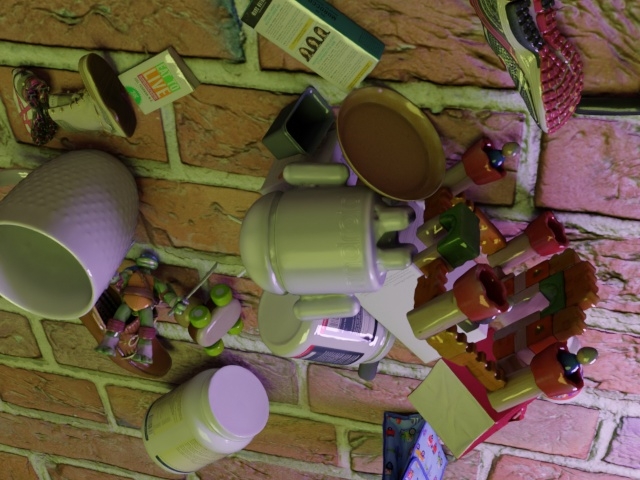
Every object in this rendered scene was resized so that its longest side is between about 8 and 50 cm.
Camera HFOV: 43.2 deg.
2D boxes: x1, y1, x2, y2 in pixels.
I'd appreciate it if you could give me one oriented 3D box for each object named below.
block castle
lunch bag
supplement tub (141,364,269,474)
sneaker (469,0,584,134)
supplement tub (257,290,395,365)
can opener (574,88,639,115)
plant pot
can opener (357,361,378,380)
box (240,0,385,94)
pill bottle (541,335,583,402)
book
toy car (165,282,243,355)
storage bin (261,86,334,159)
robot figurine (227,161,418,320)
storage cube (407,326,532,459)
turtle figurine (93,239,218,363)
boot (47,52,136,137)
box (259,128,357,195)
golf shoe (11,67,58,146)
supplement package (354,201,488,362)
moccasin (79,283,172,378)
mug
[{"bbox_3d":[0.335,0.049,1.442,0.213,0.453,0.303,-32,115,31],"label":"block castle"},{"bbox_3d":[0.228,0.637,2.136,0.138,0.293,0.221,-5,130,23],"label":"lunch bag"},{"bbox_3d":[-0.317,0.492,2.230,0.235,0.235,0.325,40,131,-19],"label":"supplement tub"},{"bbox_3d":[0.351,-0.315,1.359,0.112,0.121,0.299,14,140,52],"label":"sneaker"},{"bbox_3d":[0.017,0.170,1.757,0.272,0.191,0.191,16,144,-42],"label":"supplement tub"},{"bbox_3d":[0.534,-0.235,1.407,0.186,0.073,0.059,-2,169,24],"label":"can opener"},{"bbox_3d":[0.125,-0.172,1.474,0.236,0.236,0.032,34,143,-13],"label":"plant pot"},{"bbox_3d":[0.155,0.238,1.947,0.095,0.076,0.283,14,135,7],"label":"can opener"},{"bbox_3d":[-0.013,-0.373,1.452,0.244,0.060,0.100,33,133,-12],"label":"box"},{"bbox_3d":[0.532,0.267,1.821,0.108,0.108,0.193,-2,130,20],"label":"pill bottle"},{"bbox_3d":[-0.327,-0.322,1.631,0.144,0.035,0.096,-18,119,33],"label":"book"},{"bbox_3d":[-0.308,0.171,2.032,0.188,0.149,0.155,27,149,30],"label":"toy car"},{"bbox_3d":[-0.045,-0.215,1.569,0.091,0.135,0.098,-17,125,45],"label":"storage bin"},{"bbox_3d":[0.000,0.000,1.510,0.353,0.200,0.300,-4,91,15],"label":"robot figurine"},{"bbox_3d":[0.354,0.348,1.849,0.215,0.193,0.184,51,138,21],"label":"storage cube"},{"bbox_3d":[-0.424,0.145,1.900,0.274,0.266,0.198,-2,160,42],"label":"turtle figurine"},{"bbox_3d":[-0.491,-0.295,1.665,0.165,0.077,0.213,5,146,17],"label":"boot"},{"bbox_3d":[-0.016,-0.132,1.627,0.170,0.130,0.091,-18,125,32],"label":"box"},{"bbox_3d":[-0.618,-0.288,1.745,0.086,0.067,0.186,37,142,25],"label":"golf shoe"},{"bbox_3d":[0.205,0.089,1.721,0.293,0.177,0.175,43,130,-19],"label":"supplement package"},{"bbox_3d":[-0.516,0.216,2.127,0.147,0.139,0.380,-14,117,39],"label":"moccasin"},{"bbox_3d":[-0.588,-0.053,1.757,0.374,0.328,0.276,16,134,4],"label":"mug"}]
